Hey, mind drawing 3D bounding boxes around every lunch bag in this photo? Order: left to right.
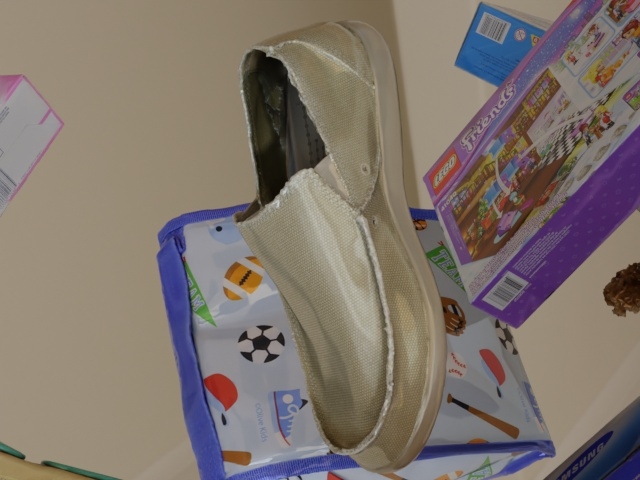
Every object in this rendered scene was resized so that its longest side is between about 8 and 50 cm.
[{"bbox_3d":[0.014,0.132,0.986,0.385,0.239,0.328,6,-127,-34],"label":"lunch bag"}]

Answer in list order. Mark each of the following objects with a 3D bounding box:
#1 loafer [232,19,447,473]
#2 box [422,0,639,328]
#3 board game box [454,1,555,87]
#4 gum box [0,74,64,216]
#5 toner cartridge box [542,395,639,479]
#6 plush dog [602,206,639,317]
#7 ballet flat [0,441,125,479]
[{"bbox_3d":[0.000,0.000,0.508,0.092,0.269,0.102,0,165,-33],"label":"loafer"},{"bbox_3d":[0.211,-0.096,0.718,0.057,0.293,0.201,28,-153,-23],"label":"box"},{"bbox_3d":[0.374,-0.193,1.124,0.308,0.086,0.302,34,-157,28],"label":"board game box"},{"bbox_3d":[-0.313,-0.050,0.730,0.107,0.062,0.188,4,-125,32],"label":"gum box"},{"bbox_3d":[0.313,0.140,0.590,0.165,0.348,0.075,40,-153,2],"label":"toner cartridge box"},{"bbox_3d":[0.382,0.028,0.719,0.210,0.263,0.225,-21,-163,-19],"label":"plush dog"},{"bbox_3d":[-0.243,0.200,0.706,0.232,0.073,0.080,25,158,-15],"label":"ballet flat"}]
